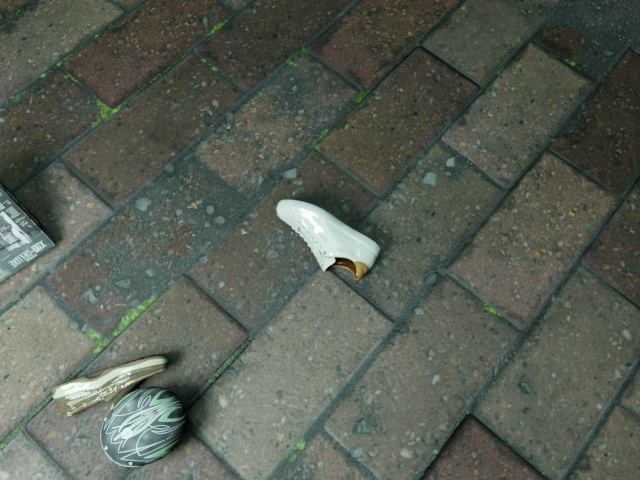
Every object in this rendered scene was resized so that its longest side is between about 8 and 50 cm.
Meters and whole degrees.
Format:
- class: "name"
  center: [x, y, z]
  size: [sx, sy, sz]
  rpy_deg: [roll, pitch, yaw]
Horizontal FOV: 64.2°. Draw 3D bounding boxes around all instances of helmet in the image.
- class: "helmet"
  center: [-0.373, 0.395, 1.091]
  size: [0.169, 0.161, 0.169]
  rpy_deg: [1, 69, -2]

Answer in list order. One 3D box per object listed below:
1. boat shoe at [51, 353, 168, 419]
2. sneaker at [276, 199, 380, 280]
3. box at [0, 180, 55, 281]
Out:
- class: "boat shoe"
  center: [-0.466, 0.335, 1.159]
  size: [0.257, 0.095, 0.095]
  rpy_deg: [-17, 84, -2]
- class: "sneaker"
  center: [0.000, 0.000, 1.288]
  size: [0.290, 0.106, 0.123]
  rpy_deg: [28, 68, 7]
- class: "box"
  center: [-0.834, 0.005, 1.188]
  size: [0.307, 0.242, 0.076]
  rpy_deg: [-39, 42, -15]
